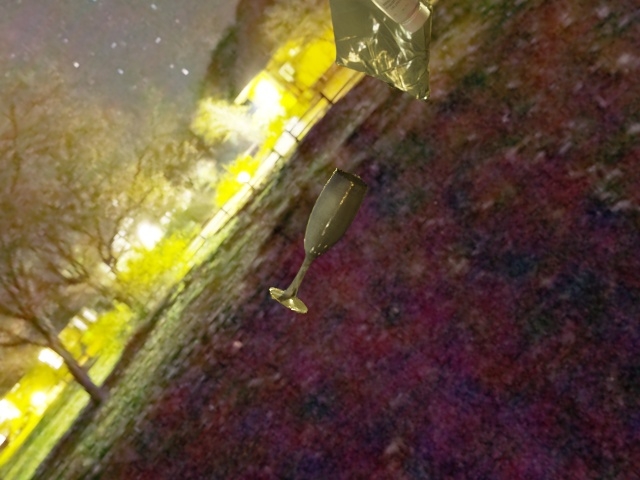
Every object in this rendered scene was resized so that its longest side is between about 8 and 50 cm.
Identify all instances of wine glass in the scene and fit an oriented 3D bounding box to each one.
[{"bbox_3d":[0.000,0.000,0.999,0.198,0.066,0.066,-61,7,13],"label":"wine glass"}]

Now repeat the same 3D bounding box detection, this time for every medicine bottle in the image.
[{"bbox_3d":[0.127,-0.373,1.153,0.052,0.089,0.052,-43,25,26],"label":"medicine bottle"}]

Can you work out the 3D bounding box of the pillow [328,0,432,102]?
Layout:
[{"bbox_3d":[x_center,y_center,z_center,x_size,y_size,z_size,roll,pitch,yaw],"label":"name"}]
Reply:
[{"bbox_3d":[0.136,-0.468,1.651,0.076,0.280,0.274,-46,-31,-24],"label":"pillow"}]
